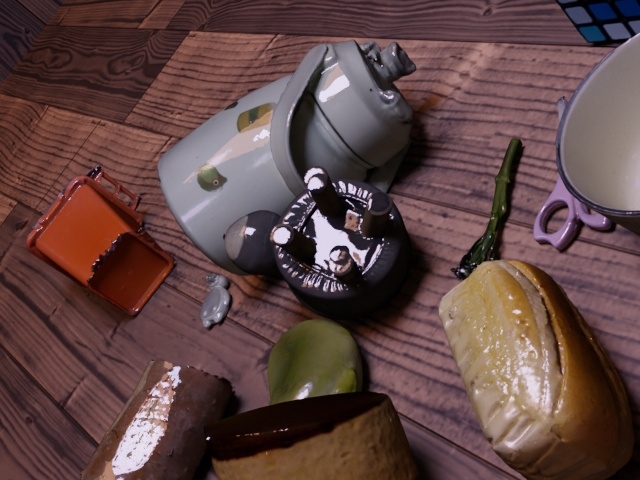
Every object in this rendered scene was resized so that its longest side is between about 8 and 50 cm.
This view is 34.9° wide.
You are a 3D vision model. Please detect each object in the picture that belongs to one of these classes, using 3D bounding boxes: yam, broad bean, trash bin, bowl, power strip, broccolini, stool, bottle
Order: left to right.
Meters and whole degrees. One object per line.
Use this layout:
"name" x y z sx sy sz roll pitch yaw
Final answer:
"trash bin" -0.344 0.003 1.661 0.184 0.161 0.238 -54 40 -6
"yam" -0.209 0.261 1.252 0.128 0.129 0.238 19 68 19
"power strip" -0.153 0.083 1.446 0.055 0.035 0.083 -26 42 33
"bottle" -0.019 -0.118 1.339 0.351 0.229 0.229 -33 36 19
"broad bean" -0.010 0.156 1.150 0.124 0.082 0.174 -32 37 21
"stool" 0.000 0.009 1.179 0.228 0.139 0.153 -16 66 6
"broccolini" 0.200 -0.030 1.140 0.042 0.044 0.218 -29 30 55
"bowl" 0.348 -0.089 0.925 0.237 0.126 0.238 -32 36 27

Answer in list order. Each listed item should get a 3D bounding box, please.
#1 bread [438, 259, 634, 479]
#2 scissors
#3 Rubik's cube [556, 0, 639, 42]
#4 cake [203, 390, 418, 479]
"bread" 0.191 0.110 0.901 0.106 0.140 0.236 -42 33 19
"scissors" 0.274 -0.082 1.107 0.110 0.021 0.212 -30 37 34
"Rubik's cube" 0.358 -0.349 1.129 0.184 0.187 0.182 6 61 50
"cake" -0.005 0.248 0.981 0.207 0.185 0.178 -8 91 21
